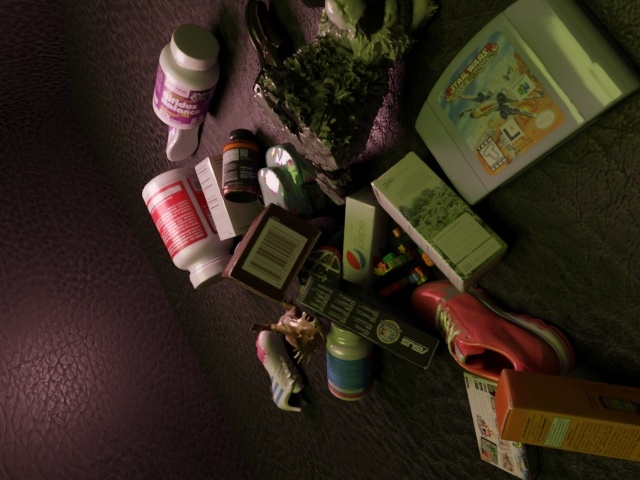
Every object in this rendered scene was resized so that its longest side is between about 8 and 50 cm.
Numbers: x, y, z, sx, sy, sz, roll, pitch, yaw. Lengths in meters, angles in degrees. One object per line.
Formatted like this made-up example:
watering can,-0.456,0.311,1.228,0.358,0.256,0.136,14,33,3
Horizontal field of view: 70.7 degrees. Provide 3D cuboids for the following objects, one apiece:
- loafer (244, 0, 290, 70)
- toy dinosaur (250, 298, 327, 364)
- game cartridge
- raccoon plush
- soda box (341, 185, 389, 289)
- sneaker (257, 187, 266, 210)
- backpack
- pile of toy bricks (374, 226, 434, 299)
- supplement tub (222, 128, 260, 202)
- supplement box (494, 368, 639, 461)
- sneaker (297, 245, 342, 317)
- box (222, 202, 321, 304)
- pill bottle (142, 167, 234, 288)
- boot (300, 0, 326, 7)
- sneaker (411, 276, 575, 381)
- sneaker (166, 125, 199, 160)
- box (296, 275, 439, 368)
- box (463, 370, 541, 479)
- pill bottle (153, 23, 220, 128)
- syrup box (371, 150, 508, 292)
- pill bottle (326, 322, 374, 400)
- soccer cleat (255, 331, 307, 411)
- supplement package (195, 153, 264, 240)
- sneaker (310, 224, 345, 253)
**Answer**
loafer,-0.107,-0.451,1.038,0.079,0.080,0.219,-15,96,25
toy dinosaur,-0.048,0.254,1.229,0.201,0.127,0.295,28,173,23
game cartridge,0.266,-0.198,0.657,0.198,0.062,0.297,56,146,9
raccoon plush,0.058,-0.284,0.860,0.216,0.299,0.446,41,174,12
soda box,0.099,-0.003,0.991,0.074,0.069,0.216,24,130,31
sneaker,-0.136,-0.106,1.260,0.081,0.091,0.232,50,143,26
backpack,-0.067,-0.146,1.093,0.166,0.145,0.188,15,117,58
pile of toy bricks,0.158,0.043,0.910,0.118,0.105,0.212,59,147,13
supplement tub,-0.222,-0.211,1.271,0.106,0.106,0.197,-28,60,58
supplement box,0.374,0.246,0.630,0.234,0.078,0.080,4,120,12
sneaker,0.008,0.084,1.137,0.107,0.118,0.279,29,147,10
box,-0.141,0.041,1.141,0.143,0.191,0.381,31,170,-12
pill bottle,-0.462,-0.041,1.646,0.407,0.229,0.229,62,147,8
boot,-0.054,-0.678,0.769,0.445,0.146,0.367,59,136,30
sneaker,0.265,0.158,0.796,0.314,0.136,0.115,24,127,47
sneaker,-0.503,-0.418,1.614,0.282,0.102,0.160,-48,62,48
box,0.102,0.175,0.928,0.270,0.060,0.216,25,171,16
box,0.354,0.355,0.881,0.114,0.036,0.206,4,112,55
pill bottle,-0.394,-0.479,1.336,0.169,0.169,0.301,61,148,9
syrup box,0.201,-0.034,0.783,0.236,0.093,0.096,51,-179,24
pill bottle,0.077,0.292,1.164,0.124,0.124,0.221,30,133,44
soccer cleat,-0.123,0.457,1.591,0.143,0.116,0.330,3,115,38
supplement package,-0.265,-0.140,1.383,0.134,0.139,0.243,-11,98,58
sneaker,0.000,0.000,1.147,0.188,0.067,0.078,-30,76,53
